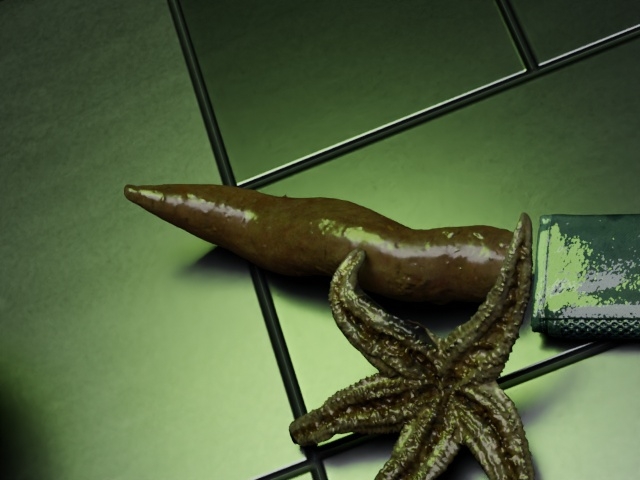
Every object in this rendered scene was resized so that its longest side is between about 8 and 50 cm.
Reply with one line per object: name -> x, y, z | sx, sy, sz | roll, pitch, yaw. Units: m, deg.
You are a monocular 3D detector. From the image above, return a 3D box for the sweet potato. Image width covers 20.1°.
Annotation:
sweet potato -> 0.000, 0.000, 1.246 | 0.281, 0.059, 0.067 | 10, 20, 23

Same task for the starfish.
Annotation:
starfish -> 0.079, 0.093, 1.153 | 0.213, 0.057, 0.238 | 41, 97, 21

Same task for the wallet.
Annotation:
wallet -> 0.205, 0.025, 1.187 | 0.129, 0.026, 0.088 | -1, 64, 16
